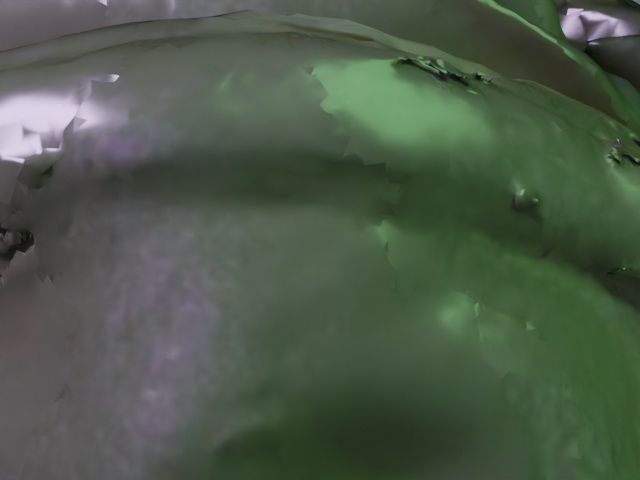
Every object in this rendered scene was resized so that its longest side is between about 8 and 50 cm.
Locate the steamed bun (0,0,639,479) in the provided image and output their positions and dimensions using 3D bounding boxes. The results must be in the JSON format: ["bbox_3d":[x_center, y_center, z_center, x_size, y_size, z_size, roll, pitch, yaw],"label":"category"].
[{"bbox_3d":[0.000,0.000,0.522,0.352,0.247,0.339,4,7,-41],"label":"steamed bun"}]
